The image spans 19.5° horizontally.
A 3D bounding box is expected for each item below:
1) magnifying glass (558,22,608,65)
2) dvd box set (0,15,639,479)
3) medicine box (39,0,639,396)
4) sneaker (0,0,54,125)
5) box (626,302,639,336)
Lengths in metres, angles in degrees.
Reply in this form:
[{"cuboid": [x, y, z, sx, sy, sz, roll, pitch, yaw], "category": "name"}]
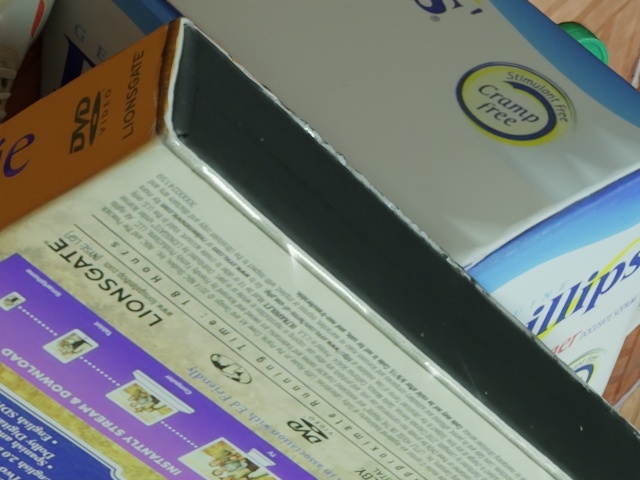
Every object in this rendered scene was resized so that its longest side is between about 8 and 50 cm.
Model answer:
[{"cuboid": [0.163, -0.071, 1.275, 0.092, 0.026, 0.231, -42, 151, -8], "category": "magnifying glass"}, {"cuboid": [-0.113, 0.113, 0.737, 0.420, 0.062, 0.307, -28, 130, 29], "category": "dvd box set"}, {"cuboid": [0.000, 0.000, 0.866, 0.149, 0.263, 0.289, -29, 149, -30], "category": "medicine box"}, {"cuboid": [-0.151, -0.045, 0.795, 0.161, 0.075, 0.057, -51, 153, 11], "category": "sneaker"}, {"cuboid": [0.128, 0.071, 1.270, 0.203, 0.103, 0.114, -37, 170, -37], "category": "box"}]
